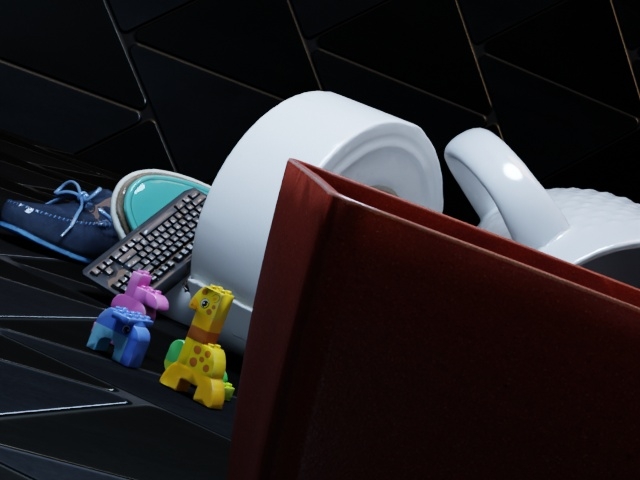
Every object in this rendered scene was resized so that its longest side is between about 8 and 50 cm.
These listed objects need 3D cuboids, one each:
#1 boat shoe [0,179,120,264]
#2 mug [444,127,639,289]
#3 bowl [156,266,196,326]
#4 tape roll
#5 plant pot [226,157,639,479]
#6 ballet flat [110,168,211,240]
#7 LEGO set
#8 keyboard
[{"bbox_3d":[-0.265,-0.023,2.105,0.109,0.089,0.258,24,5,35],"label":"boat shoe"},{"bbox_3d":[0.244,0.045,1.868,0.374,0.276,0.328,56,0,-20],"label":"mug"},{"bbox_3d":[-0.118,0.024,1.935,0.142,0.053,0.142,22,45,8],"label":"bowl"},{"bbox_3d":[0.000,0.000,1.811,0.100,0.286,0.286,25,5,32],"label":"tape roll"},{"bbox_3d":[0.077,0.121,0.897,0.267,0.236,0.267,20,4,-7],"label":"plant pot"},{"bbox_3d":[-0.082,0.043,2.104,0.400,0.139,0.139,24,3,-23],"label":"ballet flat"},{"bbox_3d":[-0.108,0.077,1.549,0.227,0.093,0.087,24,5,28],"label":"LEGO set"},{"bbox_3d":[-0.150,0.013,1.883,0.108,0.023,0.180,34,49,17],"label":"keyboard"}]
